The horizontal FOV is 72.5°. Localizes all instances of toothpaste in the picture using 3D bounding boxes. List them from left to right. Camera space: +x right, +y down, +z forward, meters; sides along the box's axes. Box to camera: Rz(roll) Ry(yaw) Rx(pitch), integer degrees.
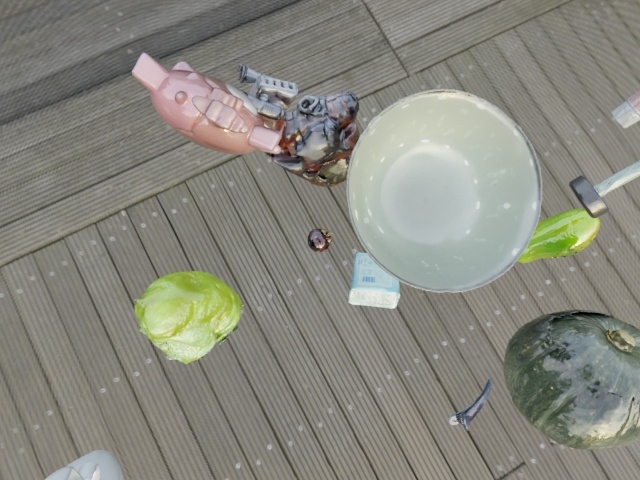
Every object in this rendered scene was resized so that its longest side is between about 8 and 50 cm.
[{"bbox_3d":[0.583,-0.263,0.713,0.067,0.194,0.042,34,45,-14],"label":"toothpaste"}]

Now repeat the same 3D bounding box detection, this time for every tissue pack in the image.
[{"bbox_3d":[0.205,0.148,1.652,0.177,0.263,0.089,6,117,5],"label":"tissue pack"}]

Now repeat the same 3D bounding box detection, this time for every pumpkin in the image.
[{"bbox_3d":[0.588,0.295,0.965,0.328,0.257,0.291,-4,40,-29],"label":"pumpkin"}]

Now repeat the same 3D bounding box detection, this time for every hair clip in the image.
[{"bbox_3d":[0.604,0.626,1.682,0.275,0.083,0.048,-28,100,-34],"label":"hair clip"}]

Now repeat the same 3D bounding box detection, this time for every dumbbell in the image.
[{"bbox_3d":[0.642,-0.136,0.923,0.191,0.100,0.100,-36,82,28],"label":"dumbbell"}]

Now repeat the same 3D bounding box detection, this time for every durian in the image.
[{"bbox_3d":[-0.366,0.204,1.241,0.205,0.339,0.255,-3,53,24],"label":"durian"}]

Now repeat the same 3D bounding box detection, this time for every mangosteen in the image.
[{"bbox_3d":[-0.003,0.000,1.417,0.081,0.081,0.080,1,79,-4],"label":"mangosteen"}]

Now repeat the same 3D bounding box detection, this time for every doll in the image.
[{"bbox_3d":[-0.148,-0.172,0.590,0.211,0.262,0.093,26,96,-21],"label":"doll"}]

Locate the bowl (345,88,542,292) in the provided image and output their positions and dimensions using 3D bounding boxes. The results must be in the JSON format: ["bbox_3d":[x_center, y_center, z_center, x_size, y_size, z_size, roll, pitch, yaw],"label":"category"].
[{"bbox_3d":[0.196,-0.079,0.783,0.338,0.157,0.336,0,88,-8],"label":"bowl"}]

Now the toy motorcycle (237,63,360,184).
[{"bbox_3d":[-0.071,-0.232,0.820,0.401,0.207,0.134,19,47,-29],"label":"toy motorcycle"}]

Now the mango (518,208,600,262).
[{"bbox_3d":[0.655,-0.005,1.217,0.233,0.111,0.125,-39,91,32],"label":"mango"}]

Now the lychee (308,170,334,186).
[{"bbox_3d":[0.008,-0.318,1.821,0.238,0.200,0.200,27,78,13],"label":"lychee"}]

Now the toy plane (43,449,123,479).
[{"bbox_3d":[-0.186,0.250,0.321,0.101,0.255,0.250,18,99,-12],"label":"toy plane"}]
